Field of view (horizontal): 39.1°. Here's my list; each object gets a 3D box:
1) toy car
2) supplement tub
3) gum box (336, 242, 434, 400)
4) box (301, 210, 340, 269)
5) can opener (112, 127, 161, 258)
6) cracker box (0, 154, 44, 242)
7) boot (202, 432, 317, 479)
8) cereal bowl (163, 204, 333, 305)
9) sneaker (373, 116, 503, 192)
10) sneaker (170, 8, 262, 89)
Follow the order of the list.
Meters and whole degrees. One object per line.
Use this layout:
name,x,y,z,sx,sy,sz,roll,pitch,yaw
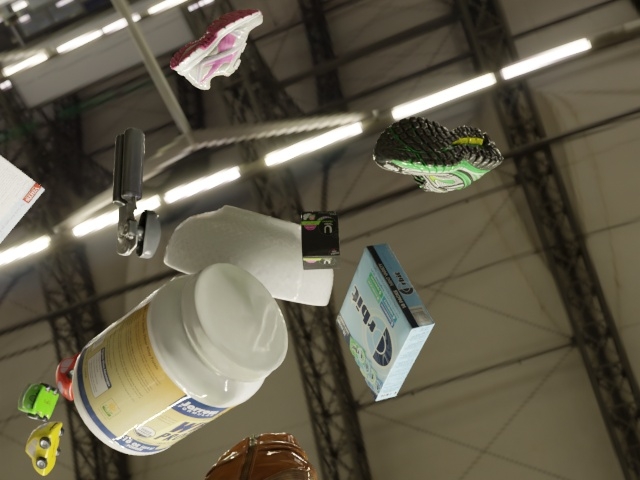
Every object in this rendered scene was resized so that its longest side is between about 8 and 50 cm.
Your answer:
toy car,-0.487,0.289,1.600,0.053,0.225,0.238,16,-108,6
supplement tub,-0.229,0.194,1.472,0.316,0.228,0.228,-35,-160,32
gum box,0.091,0.123,1.346,0.041,0.184,0.157,-9,-129,-26
box,0.000,0.000,1.462,0.062,0.052,0.083,-2,-117,0
can opener,-0.393,-0.098,1.933,0.076,0.095,0.283,-22,-118,45
cracker box,-0.714,-0.114,1.884,0.067,0.232,0.155,32,-99,35
boot,-0.146,0.347,1.256,0.284,0.109,0.220,-15,-165,-4
cereal bowl,-0.127,0.018,1.764,0.339,0.339,0.141,18,-87,53
sneaker,0.230,-0.152,1.841,0.146,0.344,0.134,-49,-124,32
sneaker,-0.235,-0.460,2.169,0.252,0.111,0.103,-39,-149,-3
